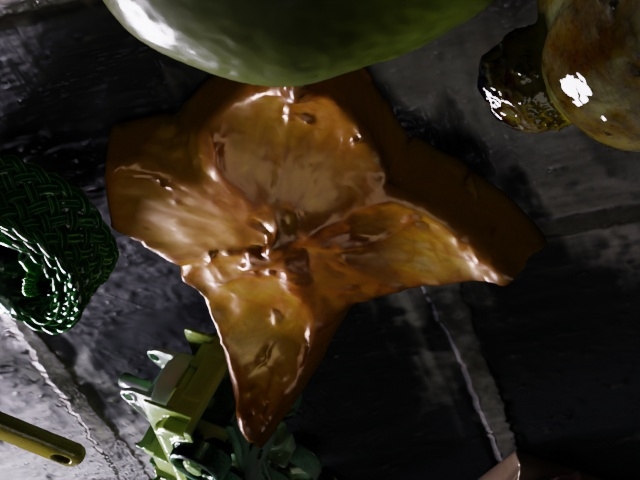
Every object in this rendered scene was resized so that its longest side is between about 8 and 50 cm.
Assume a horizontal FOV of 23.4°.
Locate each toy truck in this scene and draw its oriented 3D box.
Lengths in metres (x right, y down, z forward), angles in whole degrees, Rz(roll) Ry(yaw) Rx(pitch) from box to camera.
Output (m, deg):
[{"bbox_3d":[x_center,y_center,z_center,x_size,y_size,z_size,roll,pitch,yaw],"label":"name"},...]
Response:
[{"bbox_3d":[-0.089,0.168,1.289,0.135,0.128,0.259,15,149,24],"label":"toy truck"}]

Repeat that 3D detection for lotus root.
[{"bbox_3d":[0.207,-0.150,0.833,0.173,0.173,0.309,21,143,-24],"label":"lotus root"}]

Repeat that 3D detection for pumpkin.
[{"bbox_3d":[-0.026,-0.005,1.063,0.290,0.095,0.258,-33,118,32],"label":"pumpkin"}]

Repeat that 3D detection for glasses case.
[{"bbox_3d":[0.240,0.254,1.410,0.193,0.070,0.102,21,136,-24],"label":"glasses case"}]

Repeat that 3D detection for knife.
[{"bbox_3d":[-0.337,0.111,1.271,0.343,0.027,0.061,27,138,-25],"label":"knife"}]

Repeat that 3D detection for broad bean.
[{"bbox_3d":[0.004,-0.191,0.814,0.291,0.119,0.238,-20,134,22],"label":"broad bean"}]

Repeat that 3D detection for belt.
[{"bbox_3d":[-0.203,-0.002,1.090,0.121,0.079,0.151,17,147,16],"label":"belt"}]

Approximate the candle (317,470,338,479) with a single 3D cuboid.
[{"bbox_3d":[-0.040,0.254,1.429,0.131,0.052,0.052,-27,134,31],"label":"candle"}]
